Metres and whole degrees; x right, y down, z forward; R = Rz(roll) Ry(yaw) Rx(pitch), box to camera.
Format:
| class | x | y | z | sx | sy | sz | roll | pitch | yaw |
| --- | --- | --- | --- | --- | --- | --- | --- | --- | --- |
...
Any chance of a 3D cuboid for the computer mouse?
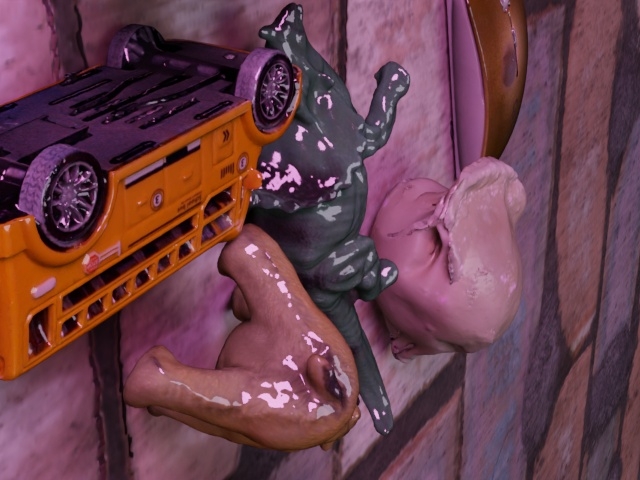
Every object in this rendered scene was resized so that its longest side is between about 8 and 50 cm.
| class | x | y | z | sx | sy | sz | roll | pitch | yaw |
| --- | --- | --- | --- | --- | --- | --- | --- | --- | --- |
| computer mouse | 0.134 | -0.136 | 0.913 | 0.102 | 0.045 | 0.199 | -53 | 145 | -46 |

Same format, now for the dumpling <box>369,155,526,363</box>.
| class | x | y | z | sx | sy | sz | roll | pitch | yaw |
| --- | --- | --- | --- | --- | --- | --- | --- | --- | --- |
| dumpling | 0.095 | 0.010 | 0.826 | 0.136 | 0.118 | 0.199 | -53 | 166 | -38 |

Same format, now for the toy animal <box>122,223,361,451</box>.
| class | x | y | z | sx | sy | sz | roll | pitch | yaw |
| --- | --- | --- | --- | --- | --- | --- | --- | --- | --- |
| toy animal | -0.022 | 0.069 | 0.582 | 0.103 | 0.101 | 0.218 | -58 | 176 | -13 |

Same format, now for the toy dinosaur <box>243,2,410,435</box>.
| class | x | y | z | sx | sy | sz | roll | pitch | yaw |
| --- | --- | --- | --- | --- | --- | --- | --- | --- | --- |
| toy dinosaur | 0.009 | -0.013 | 0.678 | 0.120 | 0.079 | 0.292 | -56 | 145 | -27 |

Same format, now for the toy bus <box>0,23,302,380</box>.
| class | x | y | z | sx | sy | sz | roll | pitch | yaw |
| --- | --- | --- | --- | --- | --- | --- | --- | --- | --- |
| toy bus | -0.087 | -0.025 | 0.468 | 0.194 | 0.083 | 0.088 | -37 | 136 | -51 |
